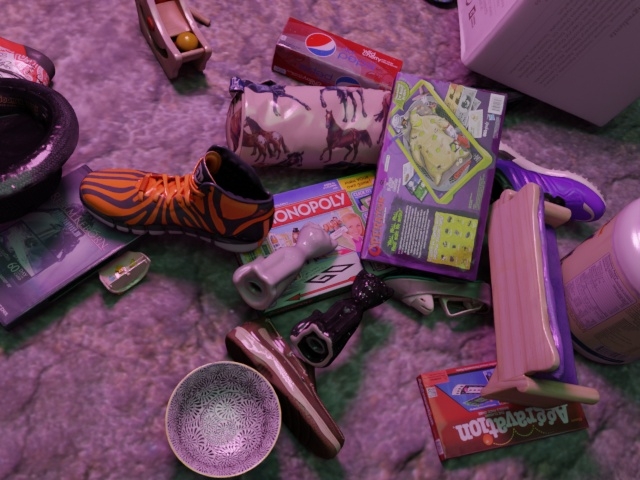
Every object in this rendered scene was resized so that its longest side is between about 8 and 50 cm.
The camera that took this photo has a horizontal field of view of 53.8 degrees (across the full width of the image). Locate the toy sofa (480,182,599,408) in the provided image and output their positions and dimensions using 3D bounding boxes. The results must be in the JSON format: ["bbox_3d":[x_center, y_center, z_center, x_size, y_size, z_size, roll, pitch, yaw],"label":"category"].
[{"bbox_3d":[0.375,0.093,1.076,0.150,0.177,0.362,15,61,-22],"label":"toy sofa"}]

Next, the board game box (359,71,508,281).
[{"bbox_3d":[0.203,-0.114,1.134,0.208,0.056,0.346,13,84,-5],"label":"board game box"}]

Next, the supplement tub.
[{"bbox_3d":[0.574,0.063,1.102,0.235,0.325,0.235,6,61,-11],"label":"supplement tub"}]

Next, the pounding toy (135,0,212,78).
[{"bbox_3d":[-0.283,-0.470,1.283,0.155,0.154,0.269,-23,70,-23],"label":"pounding toy"}]

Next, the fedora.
[{"bbox_3d":[-0.549,-0.120,1.020,0.334,0.152,0.334,1,51,-1],"label":"fedora"}]

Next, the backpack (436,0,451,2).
[{"bbox_3d":[0.304,-0.680,1.557,0.158,0.117,0.173,36,63,8],"label":"backpack"}]

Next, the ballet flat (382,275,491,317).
[{"bbox_3d":[0.213,0.104,1.144,0.213,0.072,0.068,4,66,-12],"label":"ballet flat"}]

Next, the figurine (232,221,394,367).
[{"bbox_3d":[-0.003,0.071,1.049,0.215,0.092,0.209,43,46,10],"label":"figurine"}]

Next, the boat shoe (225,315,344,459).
[{"bbox_3d":[-0.039,0.223,1.009,0.095,0.095,0.257,-33,74,-32],"label":"boat shoe"}]

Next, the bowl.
[{"bbox_3d":[-0.149,0.277,0.960,0.170,0.080,0.170,5,62,-10],"label":"bowl"}]

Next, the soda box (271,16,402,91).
[{"bbox_3d":[0.035,-0.374,1.347,0.263,0.083,0.092,21,61,-2],"label":"soda box"}]

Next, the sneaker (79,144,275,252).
[{"bbox_3d":[-0.226,-0.090,1.021,0.321,0.180,0.124,10,57,-10],"label":"sneaker"}]

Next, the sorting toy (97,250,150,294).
[{"bbox_3d":[-0.341,0.044,1.064,0.083,0.045,0.075,-38,69,-27],"label":"sorting toy"}]

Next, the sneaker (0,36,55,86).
[{"bbox_3d":[-0.645,-0.314,1.152,0.270,0.090,0.145,19,57,-6],"label":"sneaker"}]

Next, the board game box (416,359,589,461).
[{"bbox_3d":[0.318,0.282,1.098,0.281,0.027,0.145,-6,66,-17],"label":"board game box"}]

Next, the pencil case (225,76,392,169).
[{"bbox_3d":[0.022,-0.230,1.225,0.410,0.160,0.183,-1,76,-13],"label":"pencil case"}]

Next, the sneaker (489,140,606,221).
[{"bbox_3d":[0.421,-0.084,1.279,0.293,0.102,0.146,26,59,10],"label":"sneaker"}]

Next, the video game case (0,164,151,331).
[{"bbox_3d":[-0.451,0.001,1.051,0.196,0.026,0.274,40,62,20],"label":"video game case"}]

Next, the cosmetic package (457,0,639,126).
[{"bbox_3d":[0.549,-0.518,1.354,0.394,0.327,0.329,18,54,-17],"label":"cosmetic package"}]

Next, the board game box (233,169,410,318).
[{"bbox_3d":[0.000,0.000,1.163,0.317,0.046,0.213,-17,68,-21],"label":"board game box"}]

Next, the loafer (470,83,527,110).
[{"bbox_3d":[0.357,-0.312,1.394,0.223,0.076,0.078,-18,77,-17],"label":"loafer"}]
